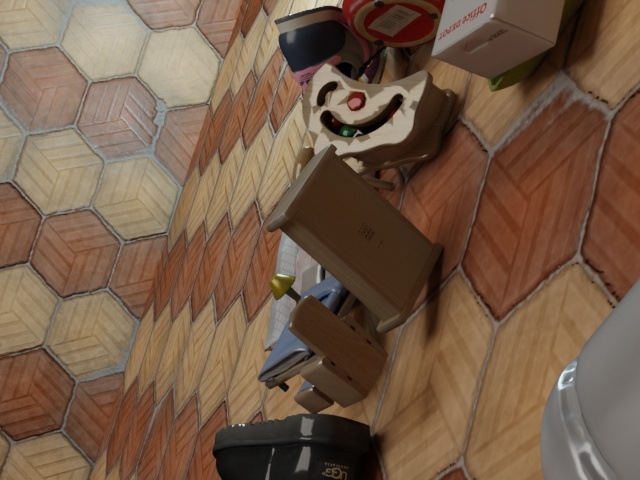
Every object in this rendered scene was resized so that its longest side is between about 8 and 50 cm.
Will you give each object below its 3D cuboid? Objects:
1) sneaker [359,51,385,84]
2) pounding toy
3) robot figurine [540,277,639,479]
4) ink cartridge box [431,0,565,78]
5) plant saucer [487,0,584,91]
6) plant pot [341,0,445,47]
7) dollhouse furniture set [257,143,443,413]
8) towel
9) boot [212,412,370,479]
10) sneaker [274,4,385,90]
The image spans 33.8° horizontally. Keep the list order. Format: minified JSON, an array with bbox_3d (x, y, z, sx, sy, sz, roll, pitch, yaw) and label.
[{"bbox_3d":[0.051,-0.271,1.807,0.069,0.084,0.185,156,131,-67],"label":"sneaker"},{"bbox_3d":[0.077,-0.168,1.523,0.270,0.155,0.154,-11,68,35],"label":"pounding toy"},{"bbox_3d":[0.259,0.085,0.590,0.353,0.200,0.300,-59,-3,33],"label":"robot figurine"},{"bbox_3d":[0.213,-0.301,1.185,0.148,0.086,0.203,161,125,-69],"label":"ink cartridge box"},{"bbox_3d":[0.259,-0.290,1.259,0.188,0.045,0.188,-91,26,-49],"label":"plant saucer"},{"bbox_3d":[0.122,-0.393,1.566,0.191,0.191,0.174,141,135,-60],"label":"plant pot"},{"bbox_3d":[-0.044,0.076,1.347,0.303,0.198,0.286,-35,18,49],"label":"dollhouse furniture set"},{"bbox_3d":[0.000,0.000,1.730,0.317,0.053,0.331,135,149,-54],"label":"towel"},{"bbox_3d":[-0.080,0.466,1.355,0.367,0.146,0.445,142,139,-63],"label":"boot"},{"bbox_3d":[0.039,-0.296,1.671,0.112,0.319,0.131,-12,93,35],"label":"sneaker"}]
